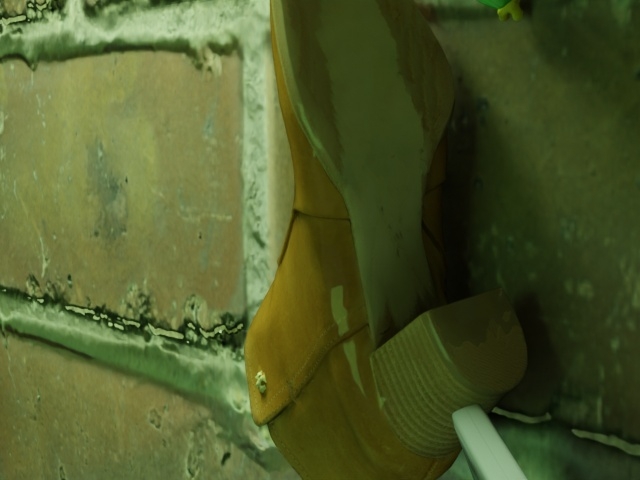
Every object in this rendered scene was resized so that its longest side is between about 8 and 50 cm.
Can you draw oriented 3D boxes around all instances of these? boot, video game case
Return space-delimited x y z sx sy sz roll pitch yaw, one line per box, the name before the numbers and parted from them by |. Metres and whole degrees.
boot | 0.001 0.001 0.962 0.211 0.104 0.295 -45 59 53
video game case | 0.102 0.160 0.780 0.157 0.019 0.143 -116 5 -79

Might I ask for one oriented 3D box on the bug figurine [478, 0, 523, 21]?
bug figurine | 0.090 -0.234 0.802 0.279 0.072 0.216 -43 57 54
